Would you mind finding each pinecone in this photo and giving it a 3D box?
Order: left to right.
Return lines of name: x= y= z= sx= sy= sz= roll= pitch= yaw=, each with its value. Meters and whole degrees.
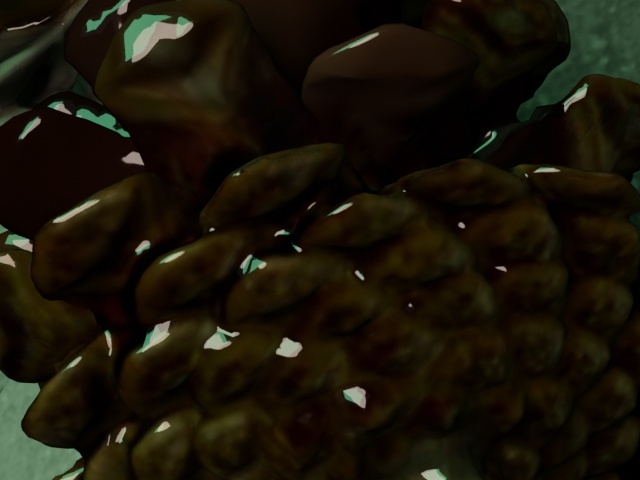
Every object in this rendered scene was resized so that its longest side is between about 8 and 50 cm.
pinecone: x=-0.002 y=0.007 z=0.575 sx=0.264 sy=0.264 sz=0.264 roll=-17 pitch=58 yaw=30

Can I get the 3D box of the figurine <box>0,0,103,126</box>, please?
figurine: x=-0.142 y=-0.157 z=0.738 sx=0.143 sy=0.308 sz=0.308 roll=-25 pitch=54 yaw=19
